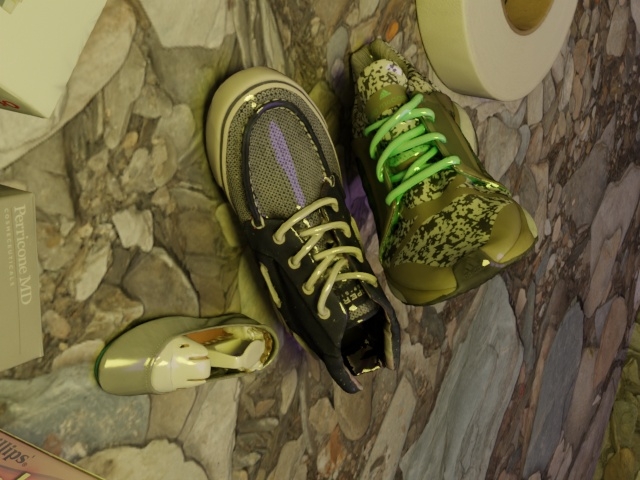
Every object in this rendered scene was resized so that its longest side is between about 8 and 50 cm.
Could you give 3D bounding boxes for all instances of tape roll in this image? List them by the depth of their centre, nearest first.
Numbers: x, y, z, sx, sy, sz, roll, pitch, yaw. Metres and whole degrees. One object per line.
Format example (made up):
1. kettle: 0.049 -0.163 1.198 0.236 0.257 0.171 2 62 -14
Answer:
1. tape roll: 0.249 -0.378 1.287 0.392 0.072 0.392 -30 128 -48

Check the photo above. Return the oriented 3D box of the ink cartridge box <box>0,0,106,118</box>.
1. ink cartridge box: -0.232 -0.173 0.583 0.176 0.128 0.127 41 68 -56

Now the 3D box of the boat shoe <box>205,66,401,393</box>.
1. boat shoe: 0.000 0.000 0.954 0.127 0.158 0.340 -31 134 -13

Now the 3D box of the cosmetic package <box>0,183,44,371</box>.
1. cosmetic package: -0.295 0.040 0.603 0.238 0.107 0.127 -20 117 -49

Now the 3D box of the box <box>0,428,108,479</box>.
1. box: -0.198 0.281 0.746 0.117 0.214 0.243 -47 139 -37

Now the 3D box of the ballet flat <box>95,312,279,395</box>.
1. ballet flat: -0.116 0.108 0.935 0.213 0.068 0.072 -7 109 -55

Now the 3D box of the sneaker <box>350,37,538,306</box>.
1. sneaker: 0.085 -0.085 0.984 0.158 0.410 0.182 -31 118 9
